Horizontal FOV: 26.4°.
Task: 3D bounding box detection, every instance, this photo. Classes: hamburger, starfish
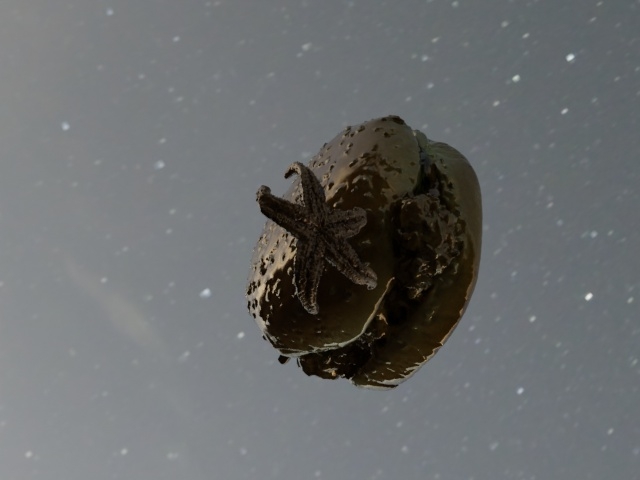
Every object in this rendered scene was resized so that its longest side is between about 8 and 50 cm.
[{"bbox_3d":[0.032,0.002,1.012,0.122,0.189,0.215,21,-32,-20],"label":"hamburger"},{"bbox_3d":[0.000,0.000,0.778,0.091,0.078,0.028,41,-35,-16],"label":"starfish"}]
